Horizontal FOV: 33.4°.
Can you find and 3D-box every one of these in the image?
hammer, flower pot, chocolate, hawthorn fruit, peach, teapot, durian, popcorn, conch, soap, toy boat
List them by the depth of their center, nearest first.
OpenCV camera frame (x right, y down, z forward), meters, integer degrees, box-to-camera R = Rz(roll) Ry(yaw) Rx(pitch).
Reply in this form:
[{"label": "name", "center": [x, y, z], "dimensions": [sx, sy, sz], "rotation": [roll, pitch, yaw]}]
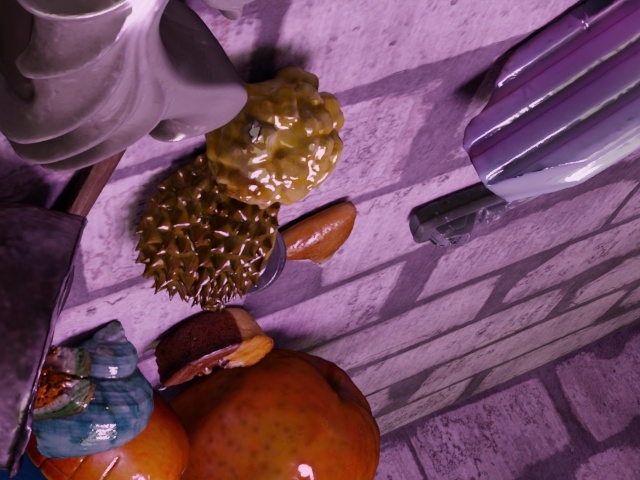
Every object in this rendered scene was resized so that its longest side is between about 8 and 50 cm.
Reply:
[{"label": "flower pot", "center": [-0.159, -0.191, 0.867], "dimensions": [0.254, 0.164, 0.367], "rotation": [-21, 158, -29]}, {"label": "chocolate", "center": [-0.386, 0.086, 1.144], "dimensions": [0.213, 0.303, 0.303], "rotation": [16, 146, -11]}, {"label": "popcorn", "center": [-0.059, -0.118, 1.209], "dimensions": [0.173, 0.142, 0.173], "rotation": [-3, 136, -3]}, {"label": "hammer", "center": [-0.321, -0.005, 1.303], "dimensions": [0.111, 0.043, 0.365], "rotation": [-7, 149, -40]}, {"label": "durian", "center": [-0.141, -0.008, 1.379], "dimensions": [0.166, 0.172, 0.306], "rotation": [-67, 177, -51]}, {"label": "soap", "center": [0.347, -0.191, 1.439], "dimensions": [0.324, 0.193, 0.109], "rotation": [-33, 158, 18]}, {"label": "teapot", "center": [-0.111, 0.030, 1.542], "dimensions": [0.149, 0.111, 0.108], "rotation": [-38, 172, 13]}, {"label": "conch", "center": [-0.341, 0.230, 1.646], "dimensions": [0.134, 0.202, 0.196], "rotation": [-15, 159, 25]}, {"label": "peach", "center": [-0.362, 0.345, 1.806], "dimensions": [0.245, 0.274, 0.248], "rotation": [-59, -168, -30]}, {"label": "toy boat", "center": [0.279, -0.050, 1.850], "dimensions": [0.260, 0.085, 0.078], "rotation": [-20, 158, -19]}, {"label": "hawthorn fruit", "center": [-0.098, 0.426, 2.053], "dimensions": [0.471, 0.472, 0.472], "rotation": [-23, 159, -9]}]

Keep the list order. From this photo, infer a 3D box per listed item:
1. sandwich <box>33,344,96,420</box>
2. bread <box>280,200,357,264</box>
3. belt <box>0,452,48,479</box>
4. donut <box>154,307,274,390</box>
[{"label": "sandwich", "center": [-0.425, 0.189, 1.504], "dimensions": [0.184, 0.109, 0.160], "rotation": [-15, 149, 32]}, {"label": "bread", "center": [0.007, -0.013, 1.661], "dimensions": [0.136, 0.054, 0.154], "rotation": [-41, 158, 27]}, {"label": "belt", "center": [-0.687, 0.528, 1.938], "dimensions": [0.436, 0.173, 0.300], "rotation": [-4, 153, -45]}, {"label": "donut", "center": [-0.175, 0.173, 1.835], "dimensions": [0.217, 0.085, 0.141], "rotation": [-5, 150, -47]}]
